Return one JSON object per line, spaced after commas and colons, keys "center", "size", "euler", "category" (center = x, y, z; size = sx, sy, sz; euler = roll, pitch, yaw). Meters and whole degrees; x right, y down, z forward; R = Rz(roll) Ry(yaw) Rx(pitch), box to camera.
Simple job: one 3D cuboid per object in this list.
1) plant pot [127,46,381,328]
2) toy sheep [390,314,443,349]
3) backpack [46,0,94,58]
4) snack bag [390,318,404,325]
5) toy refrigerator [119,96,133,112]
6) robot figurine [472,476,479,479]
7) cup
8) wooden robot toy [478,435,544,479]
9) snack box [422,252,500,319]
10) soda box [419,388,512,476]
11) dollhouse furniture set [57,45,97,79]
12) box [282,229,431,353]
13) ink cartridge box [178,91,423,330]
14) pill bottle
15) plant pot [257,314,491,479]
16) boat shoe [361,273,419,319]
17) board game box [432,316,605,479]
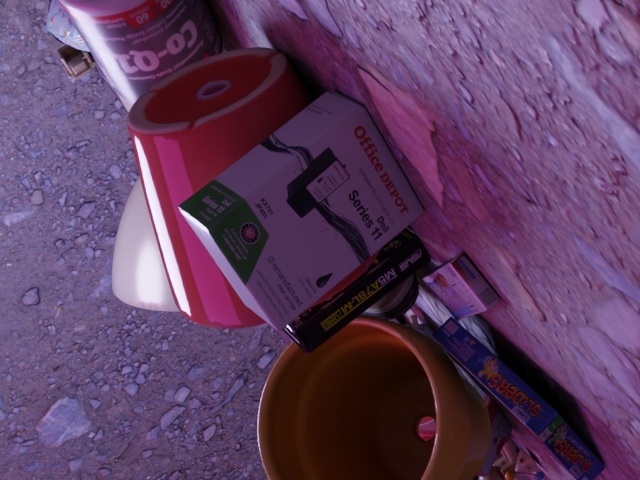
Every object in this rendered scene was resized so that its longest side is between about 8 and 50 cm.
{"center": [-0.087, -0.073, 1.510], "size": [0.275, 0.275, 0.243], "euler": [40, 154, 59], "category": "plant pot"}
{"center": [0.127, 0.152, 1.793], "size": [0.091, 0.091, 0.132], "euler": [49, -175, 24], "category": "toy sheep"}
{"center": [-0.375, -0.367, 2.120], "size": [0.115, 0.152, 0.182], "euler": [7, -166, -33], "category": "backpack"}
{"center": [0.000, 0.000, 2.003], "size": [0.342, 0.037, 0.323], "euler": [51, 173, -31], "category": "snack bag"}
{"center": [-0.205, -0.214, 1.913], "size": [0.269, 0.102, 0.094], "euler": [29, 153, 53], "category": "toy refrigerator"}
{"center": [0.167, 0.298, 1.974], "size": [0.211, 0.085, 0.291], "euler": [3, 123, 58], "category": "robot figurine"}
{"center": [-0.266, -0.030, 2.624], "size": [0.331, 0.331, 0.237], "euler": [-141, 43, -60], "category": "cup"}
{"center": [0.245, 0.315, 1.841], "size": [0.076, 0.079, 0.173], "euler": [54, 172, -10], "category": "wooden robot toy"}
{"center": [0.152, 0.053, 1.434], "size": [0.064, 0.022, 0.178], "euler": [50, 172, 2], "category": "snack box"}
{"center": [0.127, 0.256, 1.818], "size": [0.263, 0.092, 0.083], "euler": [0, 133, 42], "category": "soda box"}
{"center": [-0.343, -0.282, 2.231], "size": [0.182, 0.161, 0.101], "euler": [59, 179, 45], "category": "dollhouse furniture set"}
{"center": [0.015, 0.037, 1.574], "size": [0.045, 0.184, 0.191], "euler": [59, 169, -26], "category": "box"}
{"center": [-0.016, -0.033, 1.360], "size": [0.153, 0.208, 0.087], "euler": [57, 167, -30], "category": "ink cartridge box"}
{"center": [-0.215, -0.267, 1.651], "size": [0.161, 0.161, 0.283], "euler": [48, 171, 32], "category": "pill bottle"}
{"center": [0.089, 0.230, 1.608], "size": [0.254, 0.254, 0.239], "euler": [49, -165, 28], "category": "plant pot"}
{"center": [0.069, 0.053, 1.677], "size": [0.092, 0.103, 0.285], "euler": [41, 172, -20], "category": "boat shoe"}
{"center": [0.221, 0.179, 1.467], "size": [0.136, 0.035, 0.201], "euler": [46, 179, -41], "category": "board game box"}
